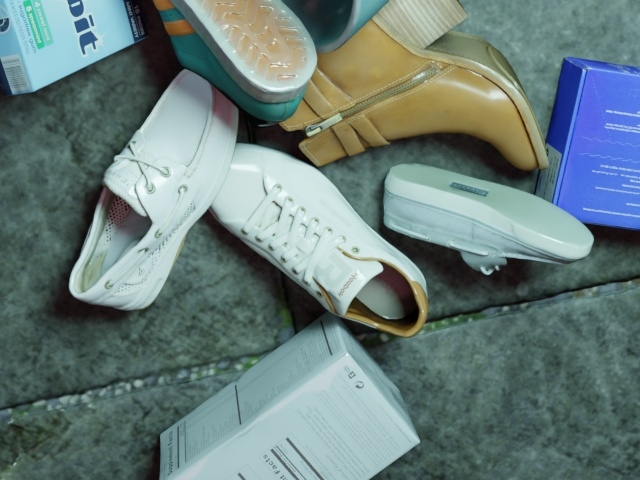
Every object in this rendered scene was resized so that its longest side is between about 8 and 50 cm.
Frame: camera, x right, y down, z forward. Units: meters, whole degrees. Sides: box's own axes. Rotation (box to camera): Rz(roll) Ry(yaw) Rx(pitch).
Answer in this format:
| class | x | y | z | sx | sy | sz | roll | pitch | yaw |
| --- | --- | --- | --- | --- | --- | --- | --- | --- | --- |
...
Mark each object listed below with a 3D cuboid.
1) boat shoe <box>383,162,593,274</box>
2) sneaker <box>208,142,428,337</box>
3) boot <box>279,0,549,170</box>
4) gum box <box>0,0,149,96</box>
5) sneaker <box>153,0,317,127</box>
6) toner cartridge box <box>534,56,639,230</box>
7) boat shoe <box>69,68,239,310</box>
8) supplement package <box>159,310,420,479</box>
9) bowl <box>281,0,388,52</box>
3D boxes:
| class | x | y | z | sx | sy | sz | roll | pitch | yaw |
| --- | --- | --- | --- | --- | --- | --- | --- | --- | --- |
| boat shoe | 0.169 | -0.012 | 1.316 | 0.228 | 0.079 | 0.081 | 20 | 121 | 21 |
| sneaker | 0.000 | 0.000 | 1.305 | 0.290 | 0.123 | 0.106 | 32 | 102 | -14 |
| boot | 0.088 | -0.128 | 1.289 | 0.220 | 0.109 | 0.283 | -34 | 127 | 15 |
| gum box | -0.245 | -0.237 | 1.172 | 0.041 | 0.184 | 0.157 | -4 | 111 | 30 |
| sneaker | -0.119 | -0.233 | 1.200 | 0.108 | 0.121 | 0.302 | -28 | 77 | -24 |
| toner cartridge box | 0.417 | -0.088 | 1.356 | 0.348 | 0.075 | 0.165 | 8 | 108 | -10 |
| boat shoe | -0.170 | -0.052 | 1.262 | 0.096 | 0.098 | 0.277 | 4 | 114 | -55 |
| supplement package | -0.038 | 0.213 | 1.357 | 0.244 | 0.139 | 0.134 | -37 | 107 | 6 |
| bowl | 0.011 | -0.343 | 1.132 | 0.163 | 0.311 | 0.311 | -28 | 110 | -19 |
